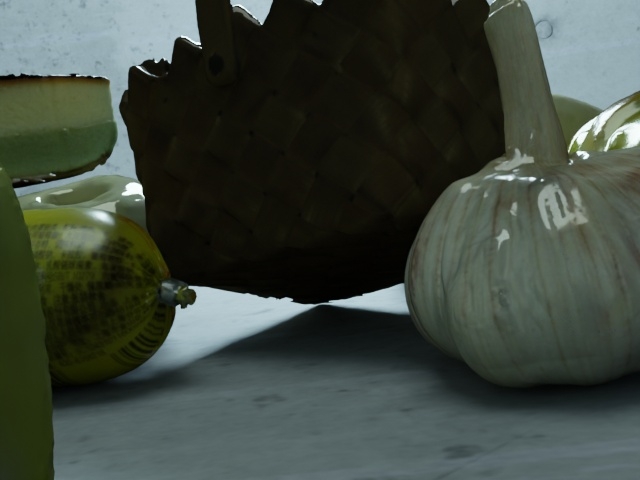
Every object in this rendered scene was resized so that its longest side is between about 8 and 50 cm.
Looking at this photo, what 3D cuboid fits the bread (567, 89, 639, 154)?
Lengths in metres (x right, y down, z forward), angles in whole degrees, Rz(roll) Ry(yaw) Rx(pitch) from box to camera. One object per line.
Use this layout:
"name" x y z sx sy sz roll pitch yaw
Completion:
"bread" 0.367 -0.066 0.876 0.333 0.160 0.333 -5 5 0

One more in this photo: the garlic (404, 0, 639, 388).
"garlic" 0.141 -0.036 0.602 0.199 0.225 0.199 -9 2 0

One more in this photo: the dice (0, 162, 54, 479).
"dice" -0.236 0.046 0.306 0.233 0.226 0.238 2 10 43

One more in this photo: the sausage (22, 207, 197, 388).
"sausage" -0.246 0.045 0.727 0.347 0.123 0.123 -5 7 17

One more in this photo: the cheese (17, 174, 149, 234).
"cheese" -0.235 0.006 0.978 0.351 0.129 0.328 -6 9 23

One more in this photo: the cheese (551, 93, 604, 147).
"cheese" 0.170 -0.062 1.022 0.251 0.173 0.248 2 9 25

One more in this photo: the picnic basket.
"picnic basket" 0.004 -0.120 0.799 0.291 0.321 0.254 -16 -14 39

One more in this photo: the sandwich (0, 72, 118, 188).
"sandwich" -0.338 -0.099 1.027 0.186 0.108 0.220 -4 7 43
